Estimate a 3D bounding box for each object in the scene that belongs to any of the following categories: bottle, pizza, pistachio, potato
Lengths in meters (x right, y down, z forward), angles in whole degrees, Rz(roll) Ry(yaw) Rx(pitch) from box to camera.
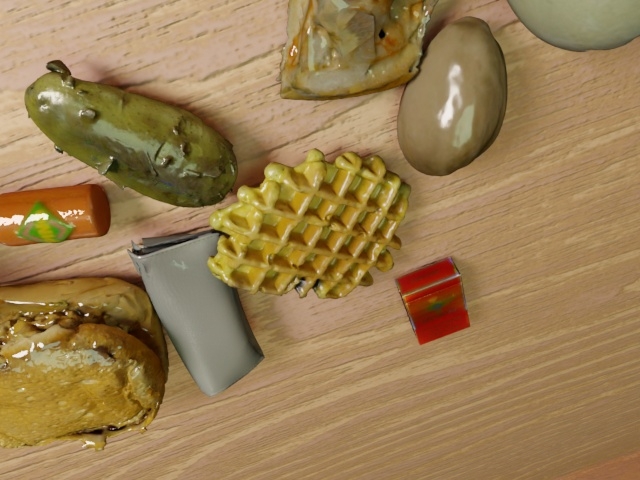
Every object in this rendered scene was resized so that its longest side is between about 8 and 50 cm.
[{"bbox_3d":[-0.358,-0.025,0.500,0.187,0.069,0.069,-8,131,-7],"label":"bottle"},{"bbox_3d":[0.040,-0.277,0.398,0.189,0.071,0.296,-4,129,-12],"label":"pizza"},{"bbox_3d":[0.161,-0.166,0.507,0.126,0.108,0.185,17,120,9],"label":"pistachio"},{"bbox_3d":[-0.196,-0.105,0.462,0.226,0.090,0.117,25,119,-32],"label":"potato"}]

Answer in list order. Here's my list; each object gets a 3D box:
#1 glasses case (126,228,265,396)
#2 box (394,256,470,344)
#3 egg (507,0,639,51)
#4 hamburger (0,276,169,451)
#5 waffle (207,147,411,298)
[{"bbox_3d":[-0.179,0.104,0.645,0.128,0.083,0.308,-20,127,-15],"label":"glasses case"},{"bbox_3d":[0.215,0.119,0.792,0.112,0.048,0.175,-21,132,5],"label":"box"},{"bbox_3d":[0.248,-0.292,0.366,0.183,0.183,0.217,-34,140,13],"label":"egg"},{"bbox_3d":[-0.380,0.187,0.610,0.319,0.158,0.318,-8,131,-10],"label":"hamburger"},{"bbox_3d":[0.000,0.000,0.594,0.310,0.065,0.283,-23,136,-8],"label":"waffle"}]
